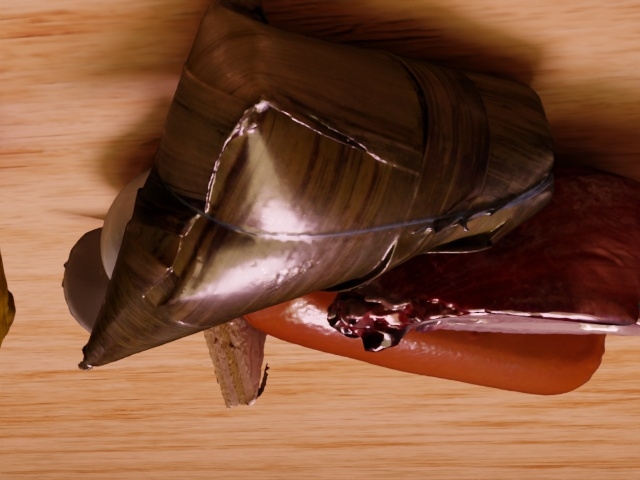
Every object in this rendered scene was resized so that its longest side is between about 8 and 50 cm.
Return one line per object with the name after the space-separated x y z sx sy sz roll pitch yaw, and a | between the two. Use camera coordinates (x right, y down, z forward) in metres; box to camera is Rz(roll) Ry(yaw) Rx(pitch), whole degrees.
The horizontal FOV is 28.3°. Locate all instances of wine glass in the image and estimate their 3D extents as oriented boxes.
-0.099 0.005 0.851 0.103 0.103 0.222 10 160 -22 | wine glass

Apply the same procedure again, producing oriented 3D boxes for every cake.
-0.072 0.076 1.021 0.065 0.121 0.052 25 144 -32 | cake

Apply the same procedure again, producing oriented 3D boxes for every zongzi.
0.000 0.000 0.711 0.220 0.112 0.242 8 127 -27 | zongzi

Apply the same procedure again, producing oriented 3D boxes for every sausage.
0.085 0.064 1.016 0.348 0.094 0.097 12 154 -26 | sausage

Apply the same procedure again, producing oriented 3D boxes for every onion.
0.123 0.011 0.802 0.283 0.120 0.227 1 176 -37 | onion

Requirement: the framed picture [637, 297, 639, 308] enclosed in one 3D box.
0.294 -0.058 0.548 0.231 0.018 0.293 -20 -173 45 | framed picture

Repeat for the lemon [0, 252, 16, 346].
-0.319 0.033 0.733 0.267 0.267 0.267 1 160 0 | lemon
